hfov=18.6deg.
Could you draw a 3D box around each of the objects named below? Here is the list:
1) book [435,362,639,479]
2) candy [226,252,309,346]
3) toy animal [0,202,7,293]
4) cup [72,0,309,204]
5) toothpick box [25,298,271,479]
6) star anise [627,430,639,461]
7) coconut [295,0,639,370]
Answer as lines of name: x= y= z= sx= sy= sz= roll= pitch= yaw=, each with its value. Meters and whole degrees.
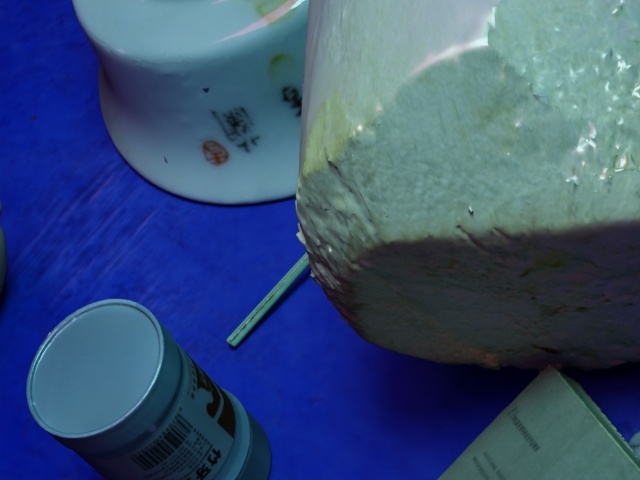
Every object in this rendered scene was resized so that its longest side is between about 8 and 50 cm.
book: x=0.064 y=0.204 z=1.103 sx=0.282 sy=0.025 sz=0.215 roll=-44 pitch=16 yaw=6
candy: x=0.000 y=0.000 z=1.362 sx=0.058 sy=0.062 sz=0.194 roll=42 pitch=93 yaw=-3
toy animal: x=-0.339 y=0.026 z=1.455 sx=0.197 sy=0.171 sz=0.171 roll=9 pitch=63 yaw=26
cup: x=-0.050 y=-0.214 z=1.459 sx=0.347 sy=0.163 sz=0.347 roll=-15 pitch=51 yaw=19
toothpick box: x=-0.108 y=0.118 z=1.260 sx=0.101 sy=0.153 sz=0.101 roll=-14 pitch=53 yaw=19
star anise: x=0.188 y=0.228 z=1.051 sx=0.283 sy=0.129 sz=0.212 roll=29 pitch=58 yaw=35
coconut: x=0.131 y=-0.100 z=1.192 sx=0.297 sy=0.297 sz=0.309 roll=-9 pitch=60 yaw=24
